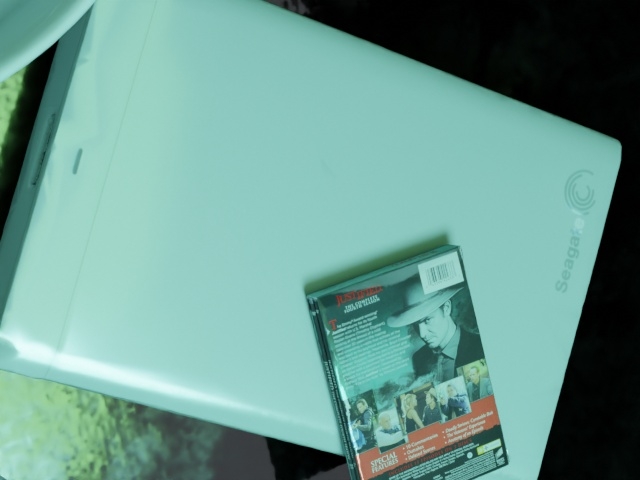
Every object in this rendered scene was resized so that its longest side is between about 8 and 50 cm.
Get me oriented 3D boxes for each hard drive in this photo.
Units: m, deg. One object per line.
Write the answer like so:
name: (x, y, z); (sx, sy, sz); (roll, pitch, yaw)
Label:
hard drive: (0.000, 0.000, 0.834); (0.308, 0.040, 0.203); (18, 85, -27)

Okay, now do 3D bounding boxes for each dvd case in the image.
dvd case: (0.045, 0.071, 0.831); (0.087, 0.013, 0.119); (-20, 103, -25)

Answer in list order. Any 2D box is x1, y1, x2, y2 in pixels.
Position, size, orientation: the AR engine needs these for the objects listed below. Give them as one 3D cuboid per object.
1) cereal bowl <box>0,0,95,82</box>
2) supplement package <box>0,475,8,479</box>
cereal bowl: (-0.226, -0.206, 0.643); (0.339, 0.141, 0.339); (-2, 93, -28)
supplement package: (-0.176, 0.232, 0.701); (0.139, 0.134, 0.244); (-11, 98, -27)
